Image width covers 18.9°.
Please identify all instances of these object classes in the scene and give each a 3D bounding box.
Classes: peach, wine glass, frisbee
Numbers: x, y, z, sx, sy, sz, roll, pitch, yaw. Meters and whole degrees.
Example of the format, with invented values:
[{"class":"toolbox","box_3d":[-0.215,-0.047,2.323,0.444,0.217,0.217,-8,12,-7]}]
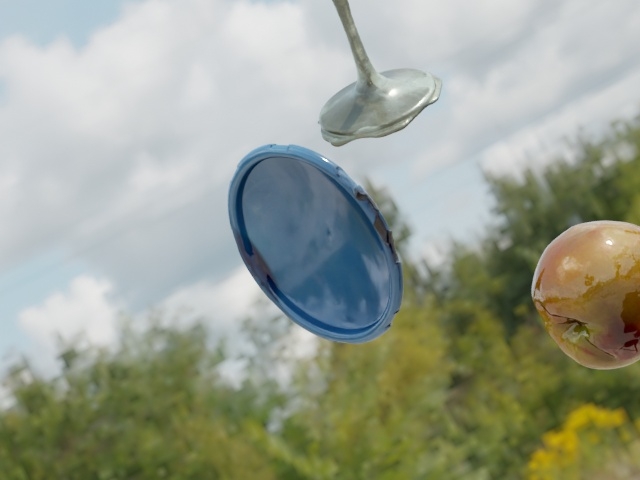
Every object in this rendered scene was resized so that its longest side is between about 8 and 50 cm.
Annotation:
[{"class":"peach","box_3d":[0.272,0.048,1.797,0.138,0.138,0.138,-27,-8,-4]},{"class":"wine glass","box_3d":[0.010,-0.165,1.307,0.122,0.183,0.122,-15,29,9]},{"class":"frisbee","box_3d":[0.000,0.000,2.051,0.045,0.242,0.242,-35,-2,-38]}]
